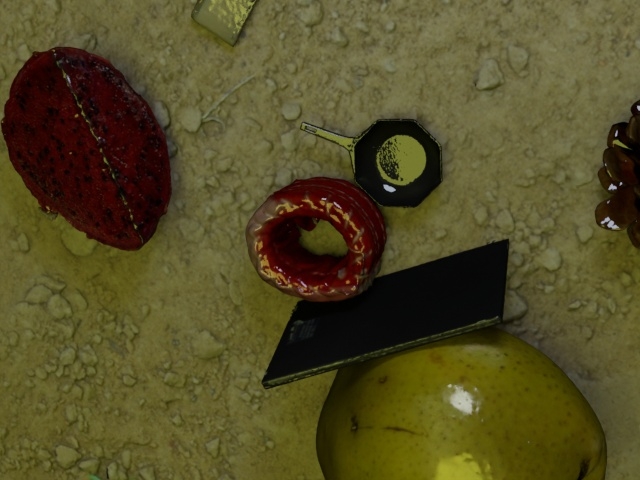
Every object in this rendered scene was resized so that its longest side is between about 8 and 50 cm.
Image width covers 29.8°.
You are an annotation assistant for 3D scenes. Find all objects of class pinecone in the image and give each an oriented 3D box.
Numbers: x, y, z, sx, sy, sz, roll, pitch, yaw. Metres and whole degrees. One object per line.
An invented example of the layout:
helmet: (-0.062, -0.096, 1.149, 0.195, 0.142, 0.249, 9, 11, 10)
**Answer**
pinecone: (0.467, -0.095, 1.557, 0.202, 0.201, 0.229, 17, 82, -4)

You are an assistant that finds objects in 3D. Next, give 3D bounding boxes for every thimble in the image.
thimble: (-0.005, -0.005, 1.728, 0.189, 0.125, 0.163, 14, 111, 12)

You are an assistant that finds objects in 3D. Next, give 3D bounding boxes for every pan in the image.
pan: (0.086, -0.139, 1.717, 0.202, 0.048, 0.128, 45, 108, -1)

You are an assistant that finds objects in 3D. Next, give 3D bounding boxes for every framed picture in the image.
framed picture: (0.096, 0.097, 1.663, 0.339, 0.255, 0.014, -18, 109, 17)

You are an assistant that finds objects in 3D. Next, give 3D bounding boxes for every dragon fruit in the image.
dragon fruit: (-0.346, -0.143, 1.791, 0.205, 0.152, 0.317, -11, 109, 37)

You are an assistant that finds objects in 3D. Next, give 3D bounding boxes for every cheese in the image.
cheese: (-0.057, -0.462, 1.689, 0.085, 0.034, 0.400, 36, 108, 9)

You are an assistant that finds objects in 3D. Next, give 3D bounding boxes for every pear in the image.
pear: (0.185, 0.286, 1.635, 0.418, 0.362, 0.362, 18, 109, 38)
